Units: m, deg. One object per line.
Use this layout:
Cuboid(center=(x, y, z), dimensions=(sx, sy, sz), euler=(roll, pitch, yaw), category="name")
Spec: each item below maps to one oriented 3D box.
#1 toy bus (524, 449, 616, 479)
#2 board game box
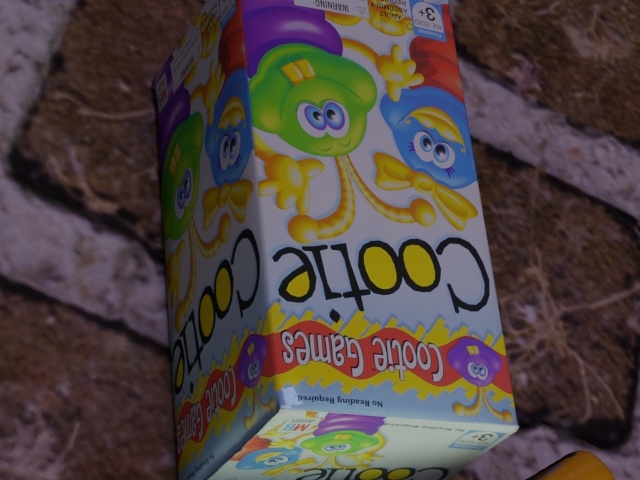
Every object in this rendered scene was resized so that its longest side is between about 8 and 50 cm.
Cuboid(center=(0.185, 0.288, 0.897), dimensions=(0.130, 0.108, 0.332), euler=(-29, 80, -35), category="toy bus")
Cuboid(center=(0.000, 0.000, 0.936), dimensions=(0.144, 0.142, 0.275), euler=(7, 60, -25), category="board game box")
